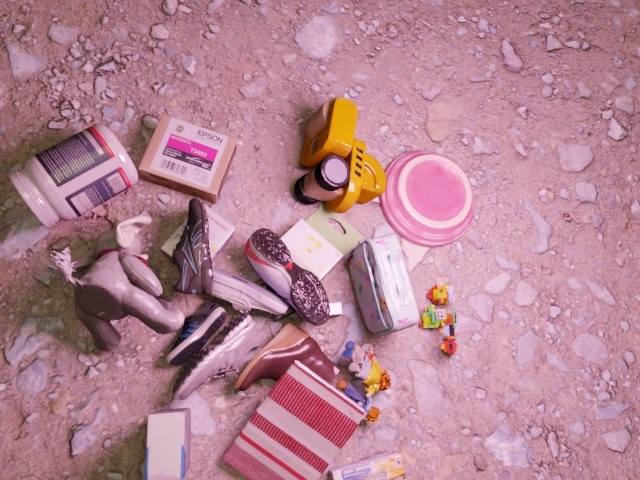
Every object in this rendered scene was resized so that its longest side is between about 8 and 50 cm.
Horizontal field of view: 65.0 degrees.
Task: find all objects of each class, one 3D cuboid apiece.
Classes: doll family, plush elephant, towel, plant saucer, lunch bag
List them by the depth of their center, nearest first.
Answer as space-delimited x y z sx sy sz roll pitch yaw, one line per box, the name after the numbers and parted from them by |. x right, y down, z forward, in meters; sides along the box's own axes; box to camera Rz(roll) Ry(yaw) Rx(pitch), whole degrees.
-0.518 0.084 1.296 0.330 0.271 0.256 53 26 -27 | plush elephant
-0.068 0.502 1.300 0.237 0.037 0.329 36 95 -2 | towel
0.113 0.417 1.374 0.163 0.118 0.263 43 67 -32 | doll family
0.173 0.124 1.431 0.107 0.224 0.280 -13 78 -16 | lunch bag
0.358 -0.147 1.625 0.331 0.084 0.333 3 74 -11 | plant saucer

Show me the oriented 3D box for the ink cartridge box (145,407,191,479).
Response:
-0.364 0.489 1.218 0.085 0.203 0.148 0 74 -11 | ink cartridge box

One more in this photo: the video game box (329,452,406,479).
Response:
0.139 0.694 1.354 0.205 0.048 0.187 -8 79 -14 | video game box

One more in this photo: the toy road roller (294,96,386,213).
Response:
0.075 -0.243 1.537 0.240 0.202 0.330 14 72 -24 | toy road roller

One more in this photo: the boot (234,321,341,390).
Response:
-0.087 0.368 1.372 0.207 0.090 0.248 45 67 5 | boot

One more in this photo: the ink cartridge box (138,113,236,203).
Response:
-0.386 -0.240 1.482 0.234 0.088 0.194 18 72 -6 | ink cartridge box

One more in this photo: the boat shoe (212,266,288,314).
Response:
-0.215 0.158 1.403 0.258 0.095 0.084 24 95 12 | boat shoe

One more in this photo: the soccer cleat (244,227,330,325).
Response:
-0.095 0.111 1.412 0.318 0.116 0.108 50 53 3 | soccer cleat

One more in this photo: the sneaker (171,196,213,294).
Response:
-0.344 0.014 1.335 0.106 0.101 0.268 -4 76 -11 | sneaker

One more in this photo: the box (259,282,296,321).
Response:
-0.083 0.151 1.469 0.162 0.029 0.116 -24 80 -17 | box

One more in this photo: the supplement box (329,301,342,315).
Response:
0.007 0.206 1.456 0.098 0.062 0.036 -4 74 -14 | supplement box

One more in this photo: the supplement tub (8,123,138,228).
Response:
-0.654 -0.173 1.348 0.272 0.191 0.191 -35 84 -20 | supplement tub

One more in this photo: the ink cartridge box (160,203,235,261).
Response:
-0.345 0.002 1.429 0.127 0.072 0.175 37 70 0 | ink cartridge box

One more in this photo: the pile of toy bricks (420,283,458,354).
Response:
0.352 0.239 1.513 0.105 0.118 0.213 -5 83 19 | pile of toy bricks

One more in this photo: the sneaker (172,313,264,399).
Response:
-0.265 0.328 1.335 0.281 0.105 0.115 -42 105 -18 | sneaker

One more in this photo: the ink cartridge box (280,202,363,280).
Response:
0.000 0.000 1.499 0.171 0.056 0.235 42 67 9 | ink cartridge box

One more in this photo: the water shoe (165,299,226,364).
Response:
-0.348 0.251 1.372 0.080 0.073 0.203 36 69 29 | water shoe
